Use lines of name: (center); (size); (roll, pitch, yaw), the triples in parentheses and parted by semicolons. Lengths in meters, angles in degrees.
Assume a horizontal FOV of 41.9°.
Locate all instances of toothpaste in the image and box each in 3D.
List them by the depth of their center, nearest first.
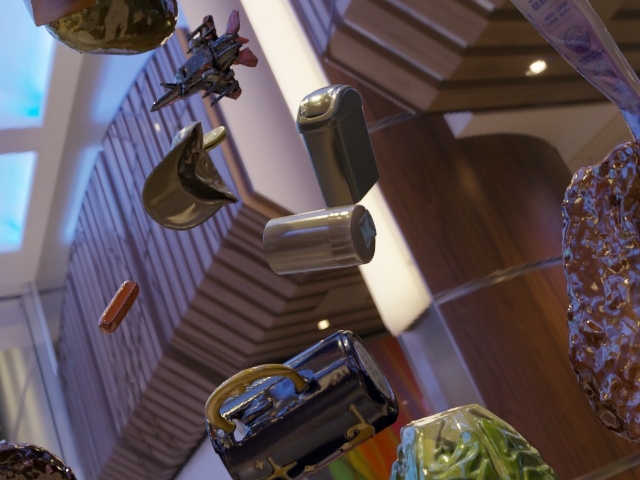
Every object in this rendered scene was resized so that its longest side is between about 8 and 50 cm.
toothpaste: (0.316, -0.211, 0.957); (0.048, 0.301, 0.075); (-40, 3, -31)

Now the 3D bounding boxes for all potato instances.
potato: (-0.383, -0.440, 1.539); (0.173, 0.210, 0.307); (11, 7, 24)

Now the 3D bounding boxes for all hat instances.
hat: (-0.254, -0.108, 1.492); (0.173, 0.166, 0.144); (-31, 24, -18)

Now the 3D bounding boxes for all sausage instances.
sausage: (-0.411, 0.137, 1.703); (0.041, 0.131, 0.039); (24, -42, 0)

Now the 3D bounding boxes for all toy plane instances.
toy plane: (-0.167, -0.223, 1.114); (0.189, 0.130, 0.061); (-28, -15, 20)

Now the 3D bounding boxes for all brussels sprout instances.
brussels sprout: (0.250, 0.439, 1.357); (0.289, 0.354, 0.281); (-5, -28, -31)

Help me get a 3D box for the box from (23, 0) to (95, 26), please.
box: (-0.473, -0.560, 1.234); (0.116, 0.415, 0.264); (-27, 3, -14)

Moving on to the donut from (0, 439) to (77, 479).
donut: (-0.395, 0.360, 0.980); (0.103, 0.269, 0.270); (7, -8, 29)

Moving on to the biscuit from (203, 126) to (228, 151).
biscuit: (-0.247, -0.227, 1.892); (0.084, 0.084, 0.023); (-28, -66, 10)

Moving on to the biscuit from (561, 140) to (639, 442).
biscuit: (0.494, 0.087, 1.148); (0.343, 0.394, 0.166); (13, -19, -34)

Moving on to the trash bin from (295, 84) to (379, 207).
trash bin: (0.040, -0.206, 1.753); (0.101, 0.236, 0.176); (-9, 22, 25)

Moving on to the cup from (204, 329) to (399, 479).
cup: (-0.033, 0.262, 1.247); (0.256, 0.178, 0.255); (-33, -12, 9)

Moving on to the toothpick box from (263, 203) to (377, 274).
toothpick box: (0.000, 0.000, 1.510); (0.181, 0.111, 0.111); (-9, -16, 26)
